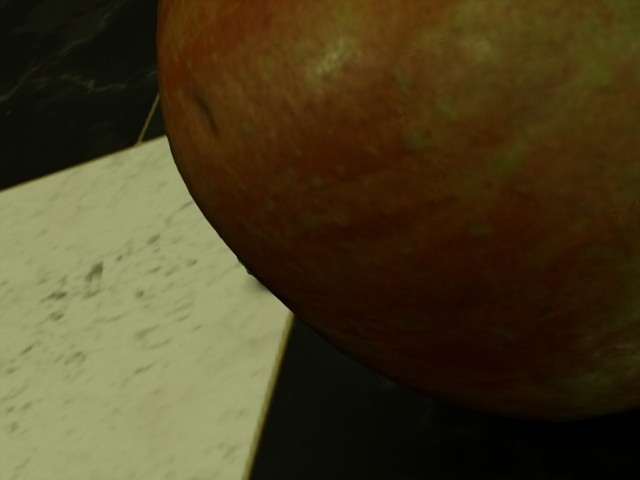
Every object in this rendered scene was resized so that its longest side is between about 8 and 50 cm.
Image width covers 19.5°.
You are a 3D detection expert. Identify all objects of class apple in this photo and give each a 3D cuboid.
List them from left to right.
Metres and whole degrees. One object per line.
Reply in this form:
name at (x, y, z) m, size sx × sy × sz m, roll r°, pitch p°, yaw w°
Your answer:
apple at (0.075, -0.066, 0.684) m, size 0.301 × 0.301 × 0.301 m, roll -22°, pitch 31°, yaw 14°

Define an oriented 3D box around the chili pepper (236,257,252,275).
chili pepper at (0.000, 0.002, 0.899) m, size 0.091 × 0.034 × 0.030 m, roll -17°, pitch -1°, yaw 24°
